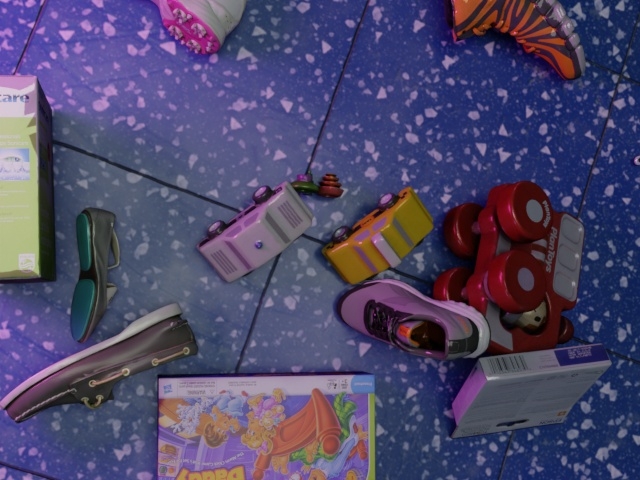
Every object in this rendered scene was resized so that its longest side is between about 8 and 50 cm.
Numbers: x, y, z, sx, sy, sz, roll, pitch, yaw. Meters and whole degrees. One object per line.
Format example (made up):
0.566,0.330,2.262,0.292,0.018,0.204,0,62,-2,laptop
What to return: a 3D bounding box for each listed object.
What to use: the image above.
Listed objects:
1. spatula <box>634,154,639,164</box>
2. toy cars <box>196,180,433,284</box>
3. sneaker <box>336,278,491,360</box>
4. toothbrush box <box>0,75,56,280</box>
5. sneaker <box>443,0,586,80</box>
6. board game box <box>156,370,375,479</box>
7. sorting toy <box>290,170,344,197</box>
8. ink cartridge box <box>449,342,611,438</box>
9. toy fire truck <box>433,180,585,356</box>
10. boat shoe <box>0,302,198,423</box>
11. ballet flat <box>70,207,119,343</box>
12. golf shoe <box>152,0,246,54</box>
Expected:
0.710,-0.131,1.590,0.242,0.019,0.168,-19,95,-12,spatula
0.000,0.000,1.356,0.393,0.087,0.176,2,112,-12,toy cars
0.130,0.126,1.330,0.108,0.271,0.100,-10,106,-48,sneaker
-0.461,-0.079,1.231,0.122,0.206,0.283,-3,86,-12,toothbrush box
0.328,-0.384,1.484,0.180,0.124,0.321,-35,111,12,sneaker
-0.087,0.332,1.345,0.347,0.078,0.233,1,85,-12,board game box
-0.009,-0.099,1.406,0.102,0.061,0.042,9,82,-34,sorting toy
0.339,0.253,1.398,0.223,0.224,0.045,-5,54,-14,ink cartridge box
0.344,0.058,1.407,0.254,0.169,0.302,26,63,-26,toy fire truck
-0.335,0.203,1.286,0.305,0.109,0.091,-28,87,-17,boat shoe
-0.349,0.055,1.318,0.068,0.072,0.213,4,87,-42,ballet flat
-0.252,-0.447,1.366,0.306,0.115,0.140,44,68,-12,golf shoe
